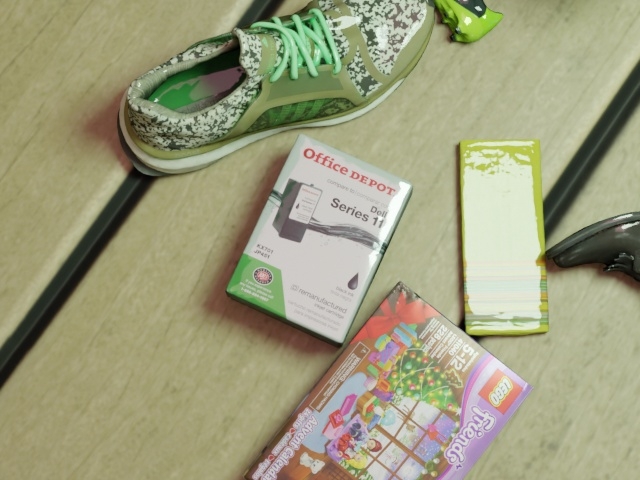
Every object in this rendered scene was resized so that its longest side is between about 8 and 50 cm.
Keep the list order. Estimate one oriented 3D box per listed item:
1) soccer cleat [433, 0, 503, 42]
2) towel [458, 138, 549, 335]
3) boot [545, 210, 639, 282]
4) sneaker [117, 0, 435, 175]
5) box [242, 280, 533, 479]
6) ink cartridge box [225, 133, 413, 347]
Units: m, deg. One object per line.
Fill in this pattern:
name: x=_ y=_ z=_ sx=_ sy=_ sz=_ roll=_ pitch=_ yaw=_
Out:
soccer cleat: x=0.154 y=-0.325 z=1.701 sx=0.072 sy=0.060 sz=0.179 roll=-31 pitch=89 yaw=-13
towel: x=0.218 y=-0.004 z=1.671 sx=0.102 sy=0.021 sz=0.237 roll=0 pitch=81 yaw=-5
boot: x=0.410 y=0.075 z=1.624 sx=0.263 sy=0.091 sz=0.229 roll=-12 pitch=87 yaw=3
sneaker: x=-0.050 y=-0.201 z=1.618 sx=0.410 sy=0.182 sz=0.158 roll=-26 pitch=82 yaw=-3
box: x=0.078 y=0.222 z=1.620 sx=0.201 sy=0.057 sz=0.293 roll=38 pitch=84 yaw=5
ink cartridge box: x=0.000 y=0.000 z=1.637 sx=0.153 sy=0.087 sz=0.208 roll=24 pitch=82 yaw=3
